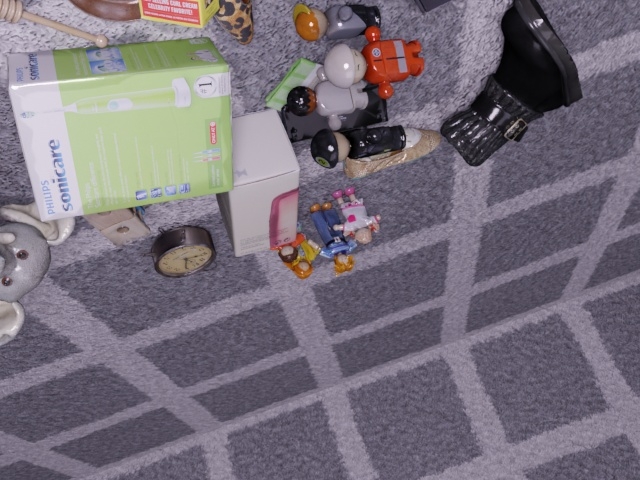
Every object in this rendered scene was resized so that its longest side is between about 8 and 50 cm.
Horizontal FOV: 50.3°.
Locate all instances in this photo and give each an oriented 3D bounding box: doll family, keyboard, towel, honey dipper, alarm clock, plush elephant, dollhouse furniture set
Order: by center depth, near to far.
[{"bbox_3d":[-0.350,-0.283,0.888,0.160,0.030,0.030,7,141,-46],"label":"honey dipper"},{"bbox_3d":[-0.521,0.013,0.996,0.255,0.272,0.330,17,176,0],"label":"plush elephant"},{"bbox_3d":[-0.295,-0.102,1.132,0.183,0.129,0.129,-21,152,3],"label":"dollhouse furniture set"},{"bbox_3d":[-0.007,-0.256,1.175,0.152,0.023,0.113,11,137,-41],"label":"towel"},{"bbox_3d":[0.024,-0.220,1.209,0.192,0.038,0.100,-13,125,-9],"label":"keyboard"},{"bbox_3d":[-0.279,0.029,1.441,0.129,0.064,0.192,-28,149,13],"label":"alarm clock"},{"bbox_3d":[0.000,0.000,1.470,0.263,0.163,0.118,-14,151,-13],"label":"doll family"}]

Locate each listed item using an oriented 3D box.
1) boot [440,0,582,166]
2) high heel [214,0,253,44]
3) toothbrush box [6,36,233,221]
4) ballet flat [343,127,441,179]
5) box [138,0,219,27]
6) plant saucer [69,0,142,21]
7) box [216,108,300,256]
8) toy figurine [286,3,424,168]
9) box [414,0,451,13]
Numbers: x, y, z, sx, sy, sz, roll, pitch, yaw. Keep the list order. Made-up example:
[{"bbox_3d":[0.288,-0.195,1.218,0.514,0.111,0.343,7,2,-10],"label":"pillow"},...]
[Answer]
[{"bbox_3d":[0.327,-0.271,1.247,0.260,0.131,0.348,-30,151,17],"label":"boot"},{"bbox_3d":[-0.058,-0.353,0.847,0.186,0.093,0.261,-4,145,7],"label":"high heel"},{"bbox_3d":[-0.278,-0.164,0.980,0.283,0.122,0.206,-12,128,-19],"label":"toothbrush box"},{"bbox_3d":[0.140,-0.183,1.349,0.206,0.073,0.067,-24,138,-2],"label":"ballet flat"},{"bbox_3d":[-0.168,-0.359,0.753,0.087,0.058,0.232,13,137,9],"label":"box"},{"bbox_3d":[-0.245,-0.346,0.844,0.168,0.029,0.168,-15,151,-9],"label":"plant saucer"},{"bbox_3d":[-0.119,-0.100,1.233,0.127,0.149,0.232,-15,152,-13],"label":"box"},{"bbox_3d":[0.036,-0.235,1.021,0.148,0.209,0.213,-12,137,-22],"label":"toy figurine"},{"bbox_3d":[0.192,-0.448,0.791,0.295,0.073,0.293,-19,140,23],"label":"box"}]
